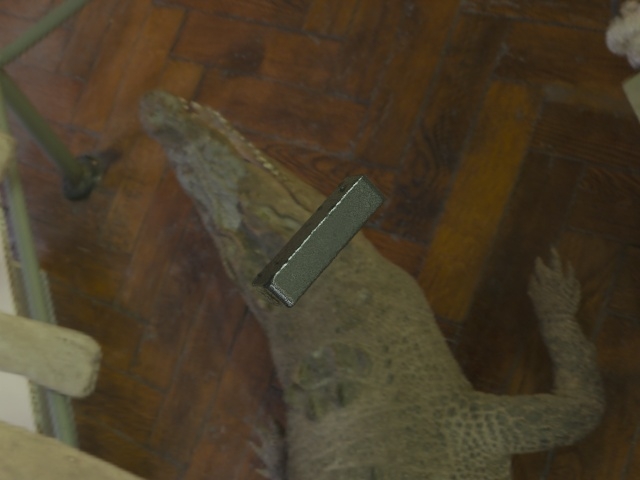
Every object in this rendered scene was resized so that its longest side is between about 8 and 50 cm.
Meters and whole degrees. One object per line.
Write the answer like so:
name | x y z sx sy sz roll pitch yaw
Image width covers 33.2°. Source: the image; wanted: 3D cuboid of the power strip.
power strip | 0.000 0.000 0.761 0.111 0.029 0.038 -48 15 -13
